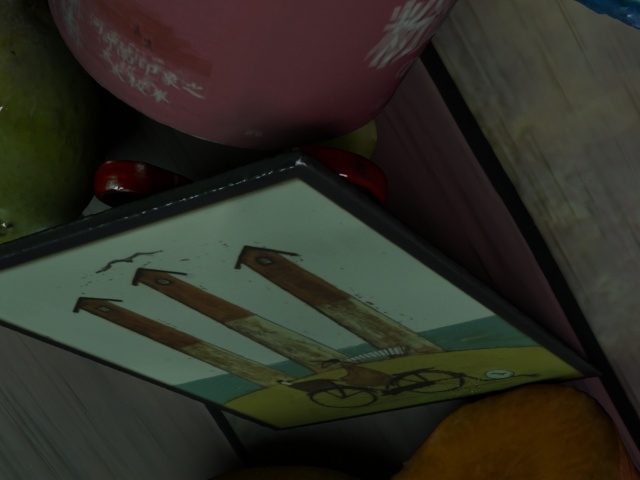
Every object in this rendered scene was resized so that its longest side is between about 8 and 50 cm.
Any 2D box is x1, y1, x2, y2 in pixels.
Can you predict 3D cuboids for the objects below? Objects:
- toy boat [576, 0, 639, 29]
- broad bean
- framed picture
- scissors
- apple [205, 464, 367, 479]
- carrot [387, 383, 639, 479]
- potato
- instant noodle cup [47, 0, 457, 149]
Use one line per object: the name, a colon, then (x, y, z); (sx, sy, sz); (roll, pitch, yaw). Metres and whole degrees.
toy boat: (0.214, -0.103, 0.509); (0.299, 0.096, 0.061); (23, 117, 10)
broad bean: (0.000, -0.069, 0.653); (0.063, 0.045, 0.083); (-3, 127, 27)
framed picture: (-0.019, 0.049, 0.635); (0.244, 0.013, 0.324); (-15, 151, 30)
scissors: (0.000, 0.000, 0.613); (0.144, 0.017, 0.248); (-2, 164, 25)
apple: (-0.024, 0.273, 0.772); (0.264, 0.264, 0.264); (11, 124, 17)
carrot: (0.151, 0.211, 0.704); (0.159, 0.159, 0.225); (-16, 127, 31)
potato: (-0.233, -0.102, 0.665); (0.174, 0.159, 0.251); (-28, 99, 10)
instant noodle cup: (-0.017, -0.165, 0.498); (0.235, 0.234, 0.178); (29, 138, 4)
